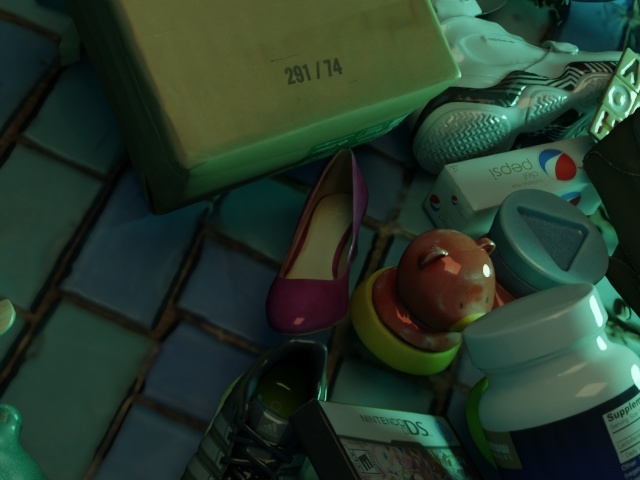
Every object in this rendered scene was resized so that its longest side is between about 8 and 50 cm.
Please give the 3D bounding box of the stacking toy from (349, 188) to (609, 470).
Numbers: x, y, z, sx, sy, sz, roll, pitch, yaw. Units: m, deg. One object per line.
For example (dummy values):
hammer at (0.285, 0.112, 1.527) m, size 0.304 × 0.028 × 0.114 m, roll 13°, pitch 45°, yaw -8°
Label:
stacking toy at (0.220, 0.078, 1.335) m, size 0.309 × 0.130 × 0.279 m, roll -23°, pitch 66°, yaw -43°

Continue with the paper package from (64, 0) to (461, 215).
paper package at (-0.073, -0.225, 1.376) m, size 0.325 × 0.168 × 0.309 m, roll -21°, pitch 86°, yaw -22°

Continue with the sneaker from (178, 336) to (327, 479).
sneaker at (-0.070, 0.199, 1.155) m, size 0.111 × 0.121 × 0.300 m, roll 23°, pitch 48°, yaw -3°

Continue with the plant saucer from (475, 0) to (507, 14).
plant saucer at (0.154, -0.350, 1.740) m, size 0.195 × 0.037 × 0.195 m, roll 12°, pitch 50°, yaw -14°

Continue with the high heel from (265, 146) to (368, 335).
high heel at (0.000, 0.000, 1.298) m, size 0.082 × 0.117 × 0.244 m, roll 7°, pitch 25°, yaw 18°

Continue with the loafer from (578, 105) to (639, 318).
loafer at (0.383, 0.035, 1.447) m, size 0.134 × 0.130 × 0.365 m, roll -5°, pitch 78°, yaw -46°

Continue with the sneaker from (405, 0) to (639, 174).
sneaker at (0.230, -0.214, 1.593) m, size 0.366 × 0.137 × 0.210 m, roll -16°, pitch 63°, yaw -28°

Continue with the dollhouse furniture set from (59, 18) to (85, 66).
dollhouse furniture set at (-0.291, -0.258, 1.468) m, size 0.081 × 0.091 × 0.114 m, roll 10°, pitch 49°, yaw 5°

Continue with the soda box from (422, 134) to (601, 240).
soda box at (0.228, -0.057, 1.510) m, size 0.216 × 0.074 × 0.069 m, roll -14°, pitch 59°, yaw -30°

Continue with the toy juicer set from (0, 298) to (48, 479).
toy juicer set at (-0.319, 0.224, 1.069) m, size 0.209 × 0.089 × 0.329 m, roll -11°, pitch 66°, yaw -13°

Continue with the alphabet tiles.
alphabet tiles at (0.414, -0.110, 1.559) m, size 0.237 × 0.009 × 0.198 m, roll 35°, pitch 72°, yaw -24°

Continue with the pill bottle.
pill bottle at (0.229, 0.181, 1.179) m, size 0.153 × 0.153 × 0.264 m, roll -24°, pitch 95°, yaw -35°

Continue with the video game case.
video game case at (0.108, 0.263, 1.146) m, size 0.248 × 0.035 × 0.274 m, roll 18°, pitch 37°, yaw -56°

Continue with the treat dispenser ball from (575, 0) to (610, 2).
treat dispenser ball at (0.361, -0.455, 1.739) m, size 0.288 × 0.288 × 0.288 m, roll 11°, pitch 50°, yaw -13°
